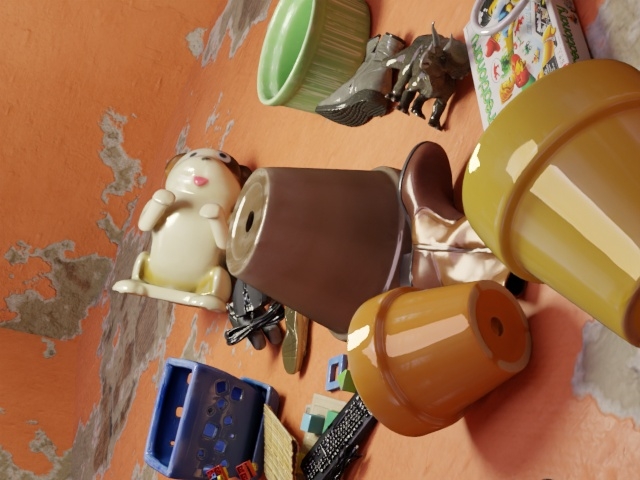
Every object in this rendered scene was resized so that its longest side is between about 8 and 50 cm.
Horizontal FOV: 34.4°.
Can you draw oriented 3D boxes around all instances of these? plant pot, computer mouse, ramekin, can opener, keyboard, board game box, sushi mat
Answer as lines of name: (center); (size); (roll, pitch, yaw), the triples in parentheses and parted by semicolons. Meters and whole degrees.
plant pot: (0.000, 0.000, 1.775); (0.323, 0.280, 0.323); (-164, 90, -70)
plant pot: (0.173, 0.144, 1.395); (0.188, 0.205, 0.205); (-28, 49, 41)
plant pot: (-0.222, 0.380, 2.158); (0.236, 0.212, 0.236); (176, 107, -67)
computer mouse: (-0.125, 0.104, 2.251); (0.184, 0.060, 0.262); (-26, 27, 26)
ramekin: (-0.013, -0.422, 2.264); (0.303, 0.148, 0.303); (-49, 33, 48)
can opener: (-0.147, 0.187, 2.323); (0.280, 0.074, 0.093); (-146, 38, -69)
keyboard: (0.028, 0.343, 1.744); (0.192, 0.038, 0.100); (-55, 42, 18)
board game box: (0.300, -0.274, 1.519); (0.193, 0.053, 0.305); (-53, 30, 43)
plant pot: (0.315, -0.025, 1.088); (0.254, 0.254, 0.239); (-63, 39, 28)
sushi mat: (-0.075, 0.410, 1.931); (0.316, 0.019, 0.152); (-166, 77, -78)

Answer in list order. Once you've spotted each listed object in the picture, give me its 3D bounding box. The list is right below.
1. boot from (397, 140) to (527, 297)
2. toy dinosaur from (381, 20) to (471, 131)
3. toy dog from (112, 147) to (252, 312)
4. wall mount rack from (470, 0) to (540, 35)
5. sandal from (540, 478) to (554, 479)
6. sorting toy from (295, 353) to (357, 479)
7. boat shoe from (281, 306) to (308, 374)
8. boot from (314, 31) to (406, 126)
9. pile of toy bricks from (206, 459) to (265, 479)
boot: (0.211, -0.040, 1.530); (0.280, 0.096, 0.264); (-15, 62, 65)
toy dinosaur: (0.186, -0.291, 1.770); (0.160, 0.121, 0.313); (-62, 11, 15)
toy dog: (-0.304, -0.033, 2.634); (0.395, 0.284, 0.408); (28, -107, -74)
wall mount rack: (0.273, -0.485, 1.502); (0.350, 0.130, 0.304); (-55, 34, 7)
sandal: (0.252, 0.374, 1.239); (0.179, 0.040, 0.067); (-62, 26, -5)
sorting toy: (-0.004, 0.372, 1.849); (0.196, 0.047, 0.348); (-3, 73, 68)
boat shoe: (-0.044, 0.195, 2.085); (0.056, 0.048, 0.153); (-24, 60, 48)
boot: (0.087, -0.322, 2.072); (0.246, 0.083, 0.161); (-5, 64, 62)
pile of toy bricks: (-0.121, 0.511, 1.968); (0.118, 0.105, 0.212); (-29, 83, 21)
